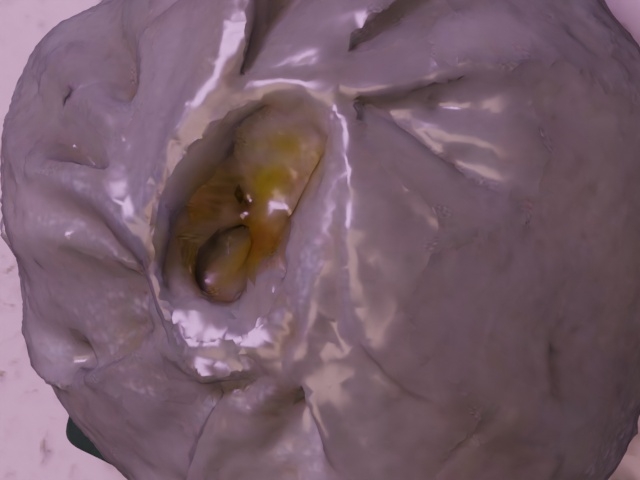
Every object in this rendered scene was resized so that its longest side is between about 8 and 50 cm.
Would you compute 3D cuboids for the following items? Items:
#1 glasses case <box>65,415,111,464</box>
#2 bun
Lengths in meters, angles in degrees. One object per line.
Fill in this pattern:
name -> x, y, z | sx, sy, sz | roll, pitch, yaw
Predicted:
glasses case -> -0.050, 0.113, 0.861 | 0.184, 0.039, 0.078 | 23, 108, 14
bun -> 0.005, 0.004, 0.721 | 0.354, 0.194, 0.354 | 1, 94, 15
